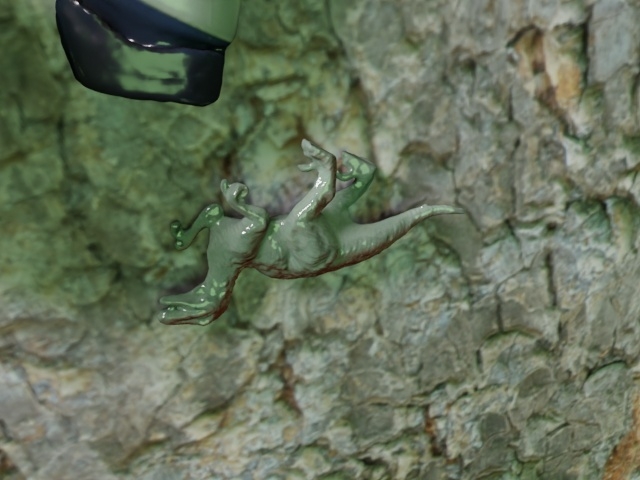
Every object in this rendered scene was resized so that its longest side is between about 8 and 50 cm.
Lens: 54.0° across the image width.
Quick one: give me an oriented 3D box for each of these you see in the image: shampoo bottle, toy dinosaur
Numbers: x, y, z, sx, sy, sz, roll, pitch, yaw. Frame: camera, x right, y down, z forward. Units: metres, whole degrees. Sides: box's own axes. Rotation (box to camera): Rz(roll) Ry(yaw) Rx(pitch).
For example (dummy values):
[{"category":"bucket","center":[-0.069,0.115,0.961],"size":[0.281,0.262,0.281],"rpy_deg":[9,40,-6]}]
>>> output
[{"category":"shampoo bottle","center":[-0.093,-0.263,0.351],"size":[0.134,0.078,0.359],"rpy_deg":[6,110,-18]},{"category":"toy dinosaur","center":[0.000,0.000,0.514],"size":[0.242,0.053,0.167],"rpy_deg":[5,111,-23]}]
